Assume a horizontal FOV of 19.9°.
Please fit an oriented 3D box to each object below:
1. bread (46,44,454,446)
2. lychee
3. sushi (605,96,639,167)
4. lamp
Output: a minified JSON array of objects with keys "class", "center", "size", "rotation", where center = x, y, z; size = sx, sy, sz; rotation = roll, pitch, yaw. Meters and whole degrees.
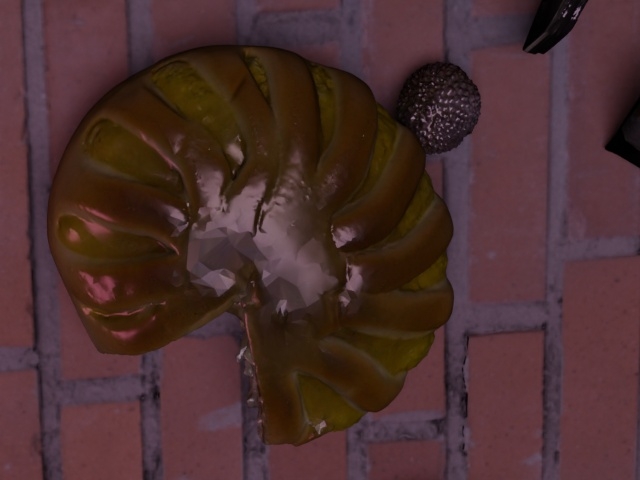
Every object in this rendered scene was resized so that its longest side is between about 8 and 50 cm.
[{"class":"bread","center":[-0.050,0.003,1.420],"size":[0.333,0.160,0.333],"rotation":[-1,108,-2]},{"class":"lychee","center":[0.095,-0.107,1.472],"size":[0.067,0.083,0.068],"rotation":[29,139,16]},{"class":"sushi","center":[0.384,-0.075,1.502],"size":[0.273,0.134,0.109],"rotation":[29,71,-8]},{"class":"lamp","center":[0.096,-0.239,1.373],"size":[0.283,0.203,0.125],"rotation":[14,83,-8]}]
